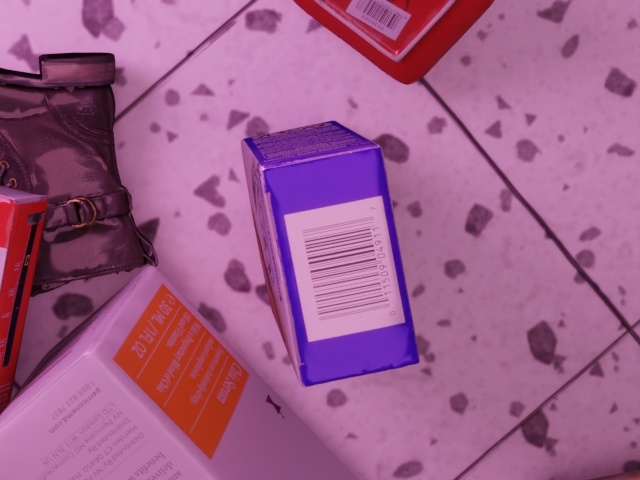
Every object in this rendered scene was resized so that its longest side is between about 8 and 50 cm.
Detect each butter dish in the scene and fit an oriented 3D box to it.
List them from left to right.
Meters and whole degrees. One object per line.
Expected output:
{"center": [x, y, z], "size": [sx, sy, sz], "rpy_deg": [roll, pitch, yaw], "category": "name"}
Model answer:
{"center": [0.077, -0.258, 1.558], "size": [0.160, 0.118, 0.160], "rpy_deg": [36, 132, -10], "category": "butter dish"}

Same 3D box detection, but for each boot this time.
{"center": [-0.293, -0.057, 1.556], "size": [0.263, 0.091, 0.229], "rpy_deg": [-4, 101, -2], "category": "boot"}

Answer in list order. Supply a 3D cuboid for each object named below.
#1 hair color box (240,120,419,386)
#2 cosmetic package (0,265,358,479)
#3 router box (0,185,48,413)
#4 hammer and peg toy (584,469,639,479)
{"center": [0.000, 0.000, 1.462], "size": [0.110, 0.339, 0.185], "rpy_deg": [-11, 98, -2], "category": "hair color box"}
{"center": [-0.081, 0.264, 1.526], "size": [0.161, 0.230, 0.453], "rpy_deg": [-40, 100, 18], "category": "cosmetic package"}
{"center": [-0.442, 0.071, 1.511], "size": [0.335, 0.082, 0.301], "rpy_deg": [12, 96, 10], "category": "router box"}
{"center": [0.379, 0.398, 1.655], "size": [0.266, 0.127, 0.361], "rpy_deg": [-11, 98, -6], "category": "hammer and peg toy"}
